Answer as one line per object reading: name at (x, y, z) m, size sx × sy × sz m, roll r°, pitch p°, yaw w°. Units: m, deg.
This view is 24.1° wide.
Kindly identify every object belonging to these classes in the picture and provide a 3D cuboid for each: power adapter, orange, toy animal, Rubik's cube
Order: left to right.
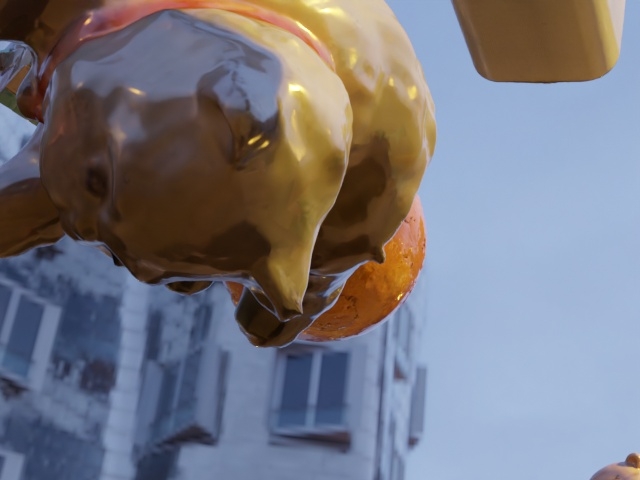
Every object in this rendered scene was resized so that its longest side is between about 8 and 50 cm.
Rubik's cube at (-0.243, -0.150, 1.321) m, size 0.084 × 0.073 × 0.075 m, roll -30°, pitch -51°, yaw 8°
toy animal at (-0.025, -0.024, 0.734) m, size 0.188 × 0.266 × 0.307 m, roll 25°, pitch -42°, yaw 39°
orange at (0.000, 0.000, 1.707) m, size 0.246 × 0.246 × 0.246 m, roll 4°, pitch -39°, yaw 3°
power adapter at (0.188, -0.200, 1.267) m, size 0.130 × 0.125 × 0.205 m, roll 2°, pitch -25°, yaw 17°
toy animal at (0.302, 0.249, 1.442) m, size 0.114 × 0.091 × 0.082 m, roll -17°, pitch -85°, yaw 16°
